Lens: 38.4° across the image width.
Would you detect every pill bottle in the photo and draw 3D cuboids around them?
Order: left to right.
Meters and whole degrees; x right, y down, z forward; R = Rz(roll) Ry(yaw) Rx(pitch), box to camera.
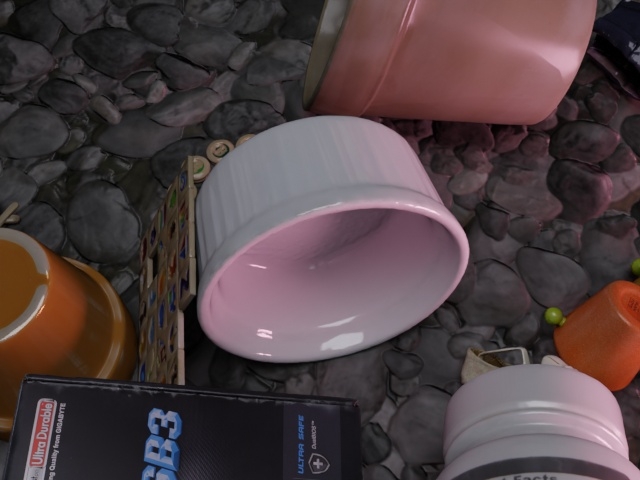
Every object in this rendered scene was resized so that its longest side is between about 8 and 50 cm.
[{"bbox_3d":[0.191,0.297,0.777,0.204,0.204,0.361,5,43,4],"label":"pill bottle"}]

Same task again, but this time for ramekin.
[{"bbox_3d":[0.000,0.000,0.948,0.277,0.277,0.135,-13,55,-6],"label":"ramekin"}]

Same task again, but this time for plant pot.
[{"bbox_3d":[-0.310,0.085,0.944,0.205,0.188,0.205,-1,62,2],"label":"plant pot"},{"bbox_3d":[0.156,-0.269,1.094,0.281,0.323,0.323,16,62,-10],"label":"plant pot"}]

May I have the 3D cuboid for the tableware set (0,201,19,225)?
[{"bbox_3d":[-0.449,0.012,1.076,0.128,0.039,0.194,22,58,25],"label":"tableware set"}]

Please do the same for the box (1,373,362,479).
[{"bbox_3d":[-0.112,0.261,0.732,0.293,0.073,0.295,7,55,-9],"label":"box"}]

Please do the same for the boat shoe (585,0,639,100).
[{"bbox_3d":[0.486,-0.196,1.137,0.158,0.127,0.340,-35,59,-10],"label":"boat shoe"}]

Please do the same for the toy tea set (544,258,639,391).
[{"bbox_3d":[0.383,0.171,0.956,0.200,0.124,0.336,-7,53,-37],"label":"toy tea set"}]

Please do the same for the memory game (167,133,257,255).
[{"bbox_3d":[-0.096,-0.051,1.117,0.186,0.012,0.186,0,61,0],"label":"memory game"}]

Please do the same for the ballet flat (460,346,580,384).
[{"bbox_3d":[0.218,0.138,0.947,0.168,0.057,0.052,3,85,37],"label":"ballet flat"}]

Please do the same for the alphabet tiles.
[{"bbox_3d":[-0.163,0.061,0.961,0.009,0.198,0.237,8,59,-24],"label":"alphabet tiles"}]
